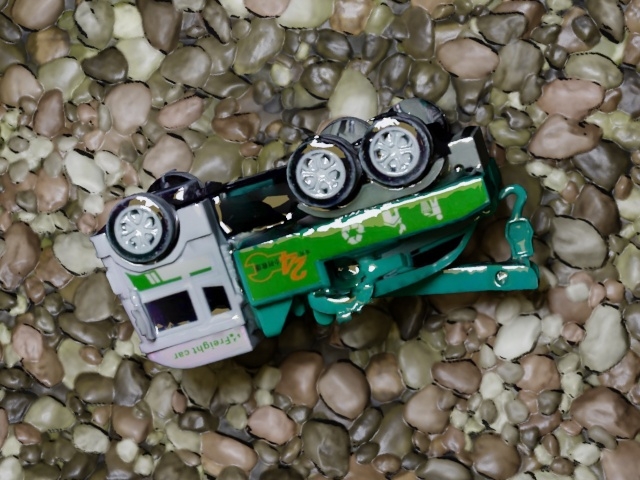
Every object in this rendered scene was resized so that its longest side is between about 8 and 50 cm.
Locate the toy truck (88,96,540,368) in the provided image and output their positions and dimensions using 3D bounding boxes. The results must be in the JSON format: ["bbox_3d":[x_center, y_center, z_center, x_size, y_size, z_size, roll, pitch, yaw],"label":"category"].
[{"bbox_3d":[-0.004,-0.007,1.693,0.363,0.176,0.178,-14,97,11],"label":"toy truck"}]
